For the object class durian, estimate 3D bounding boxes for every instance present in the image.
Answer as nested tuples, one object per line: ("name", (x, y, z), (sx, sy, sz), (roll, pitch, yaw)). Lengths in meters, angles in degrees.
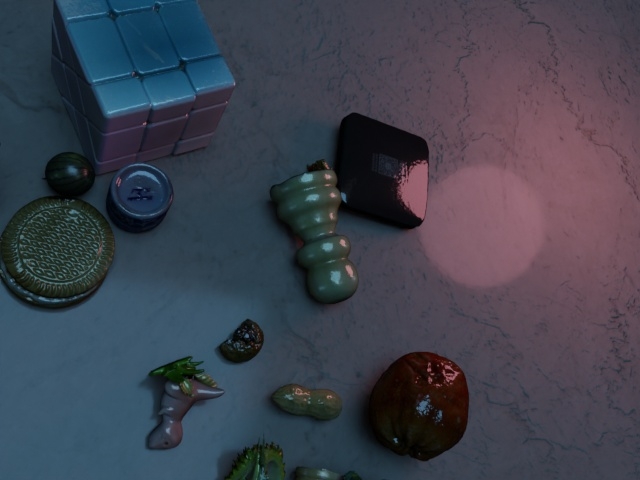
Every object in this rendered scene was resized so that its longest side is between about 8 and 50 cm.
("durian", (-0.165, 0.603, 1.490), (0.158, 0.169, 0.352), (30, 62, -10))

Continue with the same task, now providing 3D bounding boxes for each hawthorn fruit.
("hawthorn fruit", (0.243, 0.398, 1.694), (0.258, 0.258, 0.261), (35, 79, -8))

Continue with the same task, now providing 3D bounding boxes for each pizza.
("pizza", (0.005, -0.170, 1.897), (0.029, 0.100, 0.099), (-35, 103, -23))

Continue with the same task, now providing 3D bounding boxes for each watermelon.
("watermelon", (-0.594, -0.153, 1.629), (0.133, 0.105, 0.105), (-3, 68, 16))

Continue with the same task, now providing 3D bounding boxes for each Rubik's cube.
("Rubik's cube", (-0.429, -0.387, 1.654), (0.316, 0.319, 0.321), (-19, 79, -26))

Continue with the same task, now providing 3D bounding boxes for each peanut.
("peanut", (-0.030, 0.386, 1.676), (0.187, 0.082, 0.082), (16, 66, -18))

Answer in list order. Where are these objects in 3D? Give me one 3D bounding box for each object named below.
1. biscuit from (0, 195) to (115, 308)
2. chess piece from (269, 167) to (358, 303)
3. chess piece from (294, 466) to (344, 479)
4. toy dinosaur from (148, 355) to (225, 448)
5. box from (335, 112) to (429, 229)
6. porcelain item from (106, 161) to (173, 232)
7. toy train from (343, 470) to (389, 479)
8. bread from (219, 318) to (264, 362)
("biscuit", (-0.592, 0.023, 1.571), (0.259, 0.079, 0.259), (8, 69, -20))
("chess piece", (0.000, 0.000, 1.789), (0.182, 0.182, 0.330), (-14, 82, -26))
("chess piece", (-0.036, 0.711, 1.545), (0.117, 0.117, 0.397), (18, 68, -16))
("toy dinosaur", (-0.306, 0.356, 1.542), (0.194, 0.152, 0.177), (-21, 89, -21))
("box", (0.173, -0.193, 1.962), (0.289, 0.073, 0.290), (16, 66, -25))
("porcelain item", (-0.431, -0.100, 1.664), (0.147, 0.114, 0.147), (8, 67, -19))
("toy train", (0.058, 0.663, 1.461), (0.397, 0.160, 0.253), (-15, 110, -57))
("bread", (-0.181, 0.245, 1.677), (0.082, 0.060, 0.113), (42, 60, -1))
